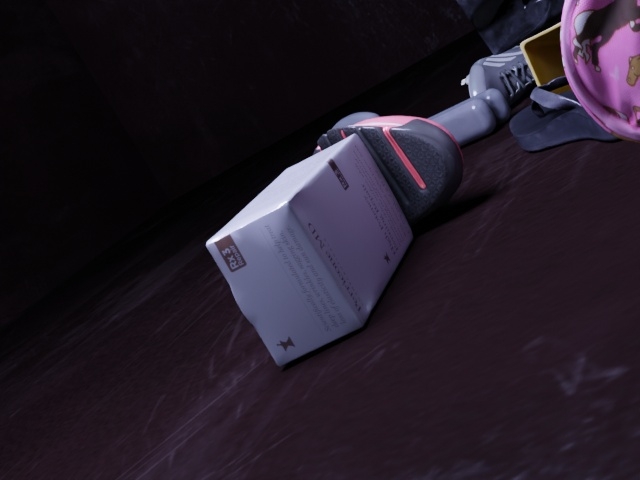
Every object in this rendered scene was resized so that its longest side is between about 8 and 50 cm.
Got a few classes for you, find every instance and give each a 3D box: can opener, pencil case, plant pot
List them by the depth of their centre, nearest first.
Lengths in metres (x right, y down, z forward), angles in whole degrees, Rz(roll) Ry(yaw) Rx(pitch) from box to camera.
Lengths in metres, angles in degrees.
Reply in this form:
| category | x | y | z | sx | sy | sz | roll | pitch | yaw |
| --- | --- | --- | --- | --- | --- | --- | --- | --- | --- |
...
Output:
| category | x | y | z | sx | sy | sz | roll | pitch | yaw |
| --- | --- | --- | --- | --- | --- | --- | --- | --- | --- |
| pencil case | 0.326 | -0.214 | 0.970 | 0.167 | 0.160 | 0.386 | -25 | 9 | 41 |
| plant pot | 0.281 | -0.197 | 1.320 | 0.081 | 0.081 | 0.083 | -24 | -1 | 39 |
| can opener | 0.108 | -0.131 | 1.526 | 0.280 | 0.093 | 0.074 | -16 | 16 | 45 |

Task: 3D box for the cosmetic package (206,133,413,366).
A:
| category | x | y | z | sx | sy | sz | roll | pitch | yaw |
| --- | --- | --- | --- | --- | --- | --- | --- | --- | --- |
| cosmetic package | 0.000 | 0.000 | 1.016 | 0.085 | 0.117 | 0.231 | -27 | 10 | 20 |

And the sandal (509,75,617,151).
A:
| category | x | y | z | sx | sy | sz | roll | pitch | yaw |
| --- | --- | --- | --- | --- | --- | --- | --- | --- | --- |
| sandal | 0.245 | -0.131 | 1.123 | 0.097 | 0.054 | 0.254 | -33 | 9 | -12 |

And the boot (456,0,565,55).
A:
| category | x | y | z | sx | sy | sz | roll | pitch | yaw |
| --- | --- | --- | --- | --- | --- | --- | --- | --- | --- |
| boot | 0.389 | -0.409 | 1.522 | 0.445 | 0.146 | 0.367 | -21 | -27 | -54 |

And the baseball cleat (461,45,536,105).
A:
| category | x | y | z | sx | sy | sz | roll | pitch | yaw |
| --- | --- | --- | --- | --- | --- | --- | --- | --- | --- |
| baseball cleat | 0.254 | -0.219 | 1.559 | 0.109 | 0.072 | 0.206 | -18 | 17 | 31 |

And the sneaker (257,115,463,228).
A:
| category | x | y | z | sx | sy | sz | roll | pitch | yaw |
| --- | --- | --- | --- | --- | --- | --- | --- | --- | --- |
| sneaker | 0.052 | -0.069 | 1.223 | 0.136 | 0.116 | 0.314 | -33 | 5 | -33 |
